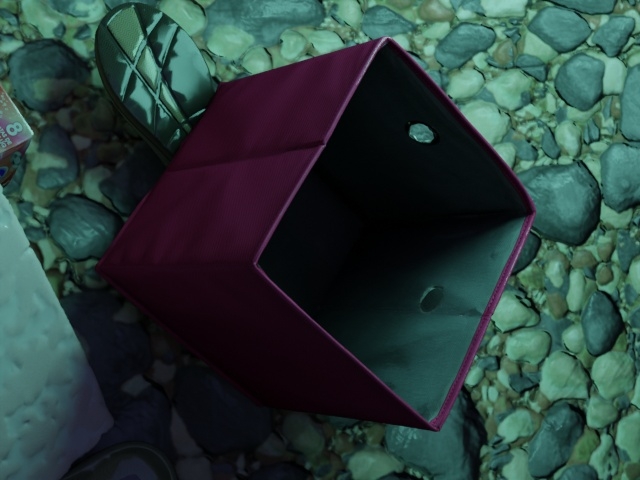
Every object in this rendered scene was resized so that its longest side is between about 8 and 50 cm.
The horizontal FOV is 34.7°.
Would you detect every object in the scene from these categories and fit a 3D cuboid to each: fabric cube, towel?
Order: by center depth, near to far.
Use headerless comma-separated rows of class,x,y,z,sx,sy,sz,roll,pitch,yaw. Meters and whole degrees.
towel,-0.343,0.132,0.814,0.332,0.053,0.317,-43,128,-37
fabric cube,0.000,0.000,0.973,0.254,0.258,0.259,43,62,-29

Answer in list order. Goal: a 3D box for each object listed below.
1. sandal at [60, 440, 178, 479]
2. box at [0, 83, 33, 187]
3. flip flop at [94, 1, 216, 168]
sandal,-0.253,0.283,0.913,0.303,0.086,0.120,-40,95,-28
box,-0.409,-0.161,0.921,0.142,0.154,0.300,-35,91,-28
flip flop,-0.144,-0.121,1.081,0.112,0.080,0.277,-50,115,-25
